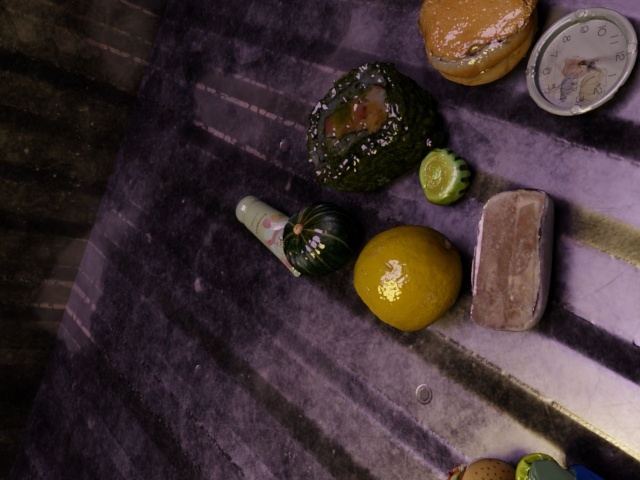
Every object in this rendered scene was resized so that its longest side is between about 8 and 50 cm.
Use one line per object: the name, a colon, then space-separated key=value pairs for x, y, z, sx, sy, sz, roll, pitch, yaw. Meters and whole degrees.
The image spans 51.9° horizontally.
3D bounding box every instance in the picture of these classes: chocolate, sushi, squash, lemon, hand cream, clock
chocolate: x=0.419 y=0.045 z=1.401 sx=0.185 sy=0.100 sz=0.303 roll=0 pitch=79 yaw=54
sushi: x=0.123 y=-0.296 z=1.701 sx=0.352 sy=0.178 sz=0.294 roll=-30 pitch=59 yaw=40
squash: x=-0.002 y=-0.004 z=1.764 sx=0.218 sy=0.172 sz=0.218 roll=-11 pitch=74 yaw=43
lemon: x=0.211 y=0.071 z=1.502 sx=0.219 sy=0.240 sz=0.240 roll=-50 pitch=52 yaw=21
hand cream: x=-0.134 y=-0.030 z=1.969 sx=0.306 sy=0.093 sz=0.147 roll=36 pitch=106 yaw=32
clock: x=0.553 y=-0.373 z=1.390 sx=0.236 sy=0.053 sz=0.236 roll=-13 pitch=70 yaw=41

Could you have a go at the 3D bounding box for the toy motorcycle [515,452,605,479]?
toy motorcycle: x=0.485 y=0.538 z=1.178 sx=0.200 sy=0.191 sz=0.326 roll=-11 pitch=60 yaw=3

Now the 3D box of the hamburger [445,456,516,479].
hamburger: x=0.337 y=0.516 z=1.323 sx=0.175 sy=0.175 sz=0.137 roll=63 pitch=151 yaw=32

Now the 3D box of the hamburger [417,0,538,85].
hamburger: x=0.373 y=-0.511 z=1.518 sx=0.319 sy=0.158 sz=0.318 roll=-12 pitch=73 yaw=42

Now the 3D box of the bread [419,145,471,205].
bread: x=0.297 y=-0.153 z=1.577 sx=0.130 sy=0.071 sz=0.139 roll=-51 pitch=53 yaw=28
